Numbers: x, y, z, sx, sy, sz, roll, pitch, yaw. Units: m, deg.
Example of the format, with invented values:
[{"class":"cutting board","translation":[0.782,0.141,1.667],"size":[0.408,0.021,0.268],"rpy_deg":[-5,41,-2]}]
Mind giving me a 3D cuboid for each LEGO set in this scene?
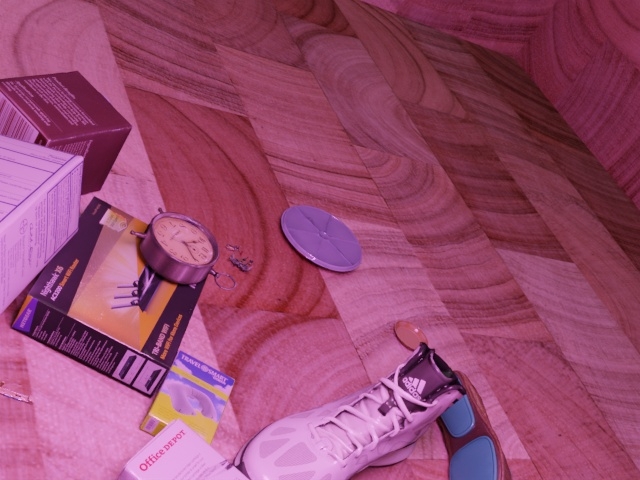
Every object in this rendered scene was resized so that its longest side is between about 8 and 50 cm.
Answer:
[{"class":"LEGO set","translation":[-0.160,0.040,1.796],"size":[0.054,0.023,0.083],"rpy_deg":[23,20,-23]}]

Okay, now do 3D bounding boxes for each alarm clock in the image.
[{"class":"alarm clock","translation":[-0.225,0.027,1.545],"size":[0.192,0.064,0.129],"rpy_deg":[34,30,2]}]

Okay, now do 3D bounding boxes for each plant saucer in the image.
[{"class":"plant saucer","translation":[0.187,0.203,1.906],"size":[0.083,0.015,0.083],"rpy_deg":[25,32,-17]}]

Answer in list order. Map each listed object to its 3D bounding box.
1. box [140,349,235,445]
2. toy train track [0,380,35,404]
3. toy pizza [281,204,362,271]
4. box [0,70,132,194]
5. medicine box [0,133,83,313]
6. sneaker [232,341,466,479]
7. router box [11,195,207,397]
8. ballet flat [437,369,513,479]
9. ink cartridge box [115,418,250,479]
[{"class":"box","translation":[-0.204,0.251,1.440],"size":[0.109,0.042,0.178],"rpy_deg":[30,32,-8]},{"class":"toy train track","translation":[-0.444,0.212,1.290],"size":[0.083,0.014,0.048],"rpy_deg":[24,33,-19]},{"class":"toy pizza","translation":[0.000,0.000,1.989],"size":[0.201,0.032,0.201],"rpy_deg":[23,33,-16]},{"class":"box","translation":[-0.488,-0.183,1.638],"size":[0.168,0.167,0.203],"rpy_deg":[44,32,16]},{"class":"medicine box","translation":[-0.535,-0.042,1.350],"size":[0.263,0.149,0.289],"rpy_deg":[16,31,5]},{"class":"sneaker","translation":[0.065,0.273,1.459],"size":[0.447,0.257,0.169],"rpy_deg":[-12,54,-50]},{"class":"router box","translation":[-0.330,0.083,1.509],"size":[0.243,0.081,0.309],"rpy_deg":[28,31,-11]},{"class":"ballet flat","translation":[0.290,0.391,1.684],"size":[0.124,0.116,0.342],"rpy_deg":[39,21,-32]},{"class":"ink cartridge box","translation":[-0.179,0.363,1.271],"size":[0.190,0.082,0.139],"rpy_deg":[39,31,8]}]
